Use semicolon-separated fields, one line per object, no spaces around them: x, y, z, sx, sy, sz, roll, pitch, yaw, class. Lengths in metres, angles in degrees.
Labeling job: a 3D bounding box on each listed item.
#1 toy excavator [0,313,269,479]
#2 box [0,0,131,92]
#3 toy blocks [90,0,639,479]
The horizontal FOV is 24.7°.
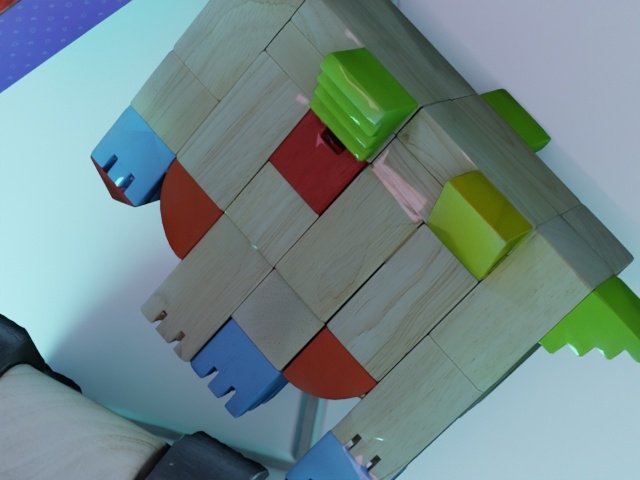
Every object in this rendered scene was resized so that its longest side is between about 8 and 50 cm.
-0.232;0.314;0.986;0.222;0.433;0.445;29;76;11;toy excavator
-0.137;-0.249;0.943;0.293;0.057;0.201;-32;53;17;box
0.000;0.000;0.938;0.381;0.190;0.261;48;117;11;toy blocks
